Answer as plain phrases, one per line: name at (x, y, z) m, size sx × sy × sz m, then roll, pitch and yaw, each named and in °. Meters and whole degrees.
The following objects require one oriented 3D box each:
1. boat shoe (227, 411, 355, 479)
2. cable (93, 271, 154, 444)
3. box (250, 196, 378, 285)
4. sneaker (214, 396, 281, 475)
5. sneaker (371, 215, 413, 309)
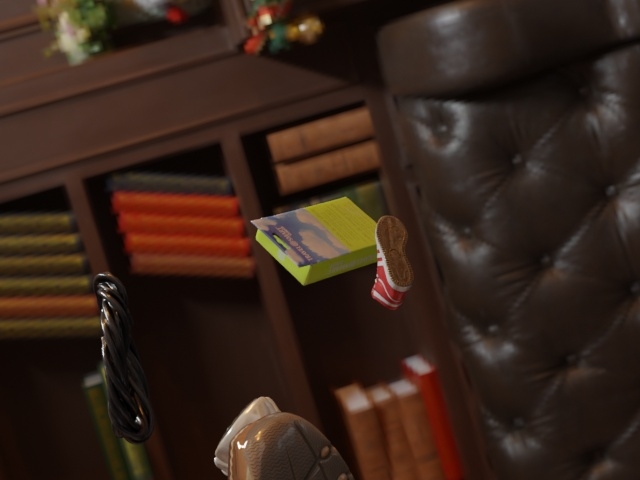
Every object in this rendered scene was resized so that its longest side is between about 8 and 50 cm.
boat shoe at (-0.025, 0.288, 0.947) m, size 0.116 × 0.123 × 0.325 m, roll -4°, pitch 100°, yaw 42°
cable at (-0.201, 0.120, 1.282) m, size 0.184 × 0.047 × 0.151 m, roll -106°, pitch 13°, yaw -45°
box at (0.000, 0.000, 1.675) m, size 0.109 × 0.178 × 0.042 m, roll 42°, pitch 130°, yaw 31°
sneaker at (-0.023, 0.269, 1.397) m, size 0.118 × 0.110 × 0.292 m, roll 33°, pitch 172°, yaw 22°
sneaker at (0.085, 0.030, 1.539) m, size 0.067 × 0.042 × 0.118 m, roll 106°, pitch 163°, yaw -47°
